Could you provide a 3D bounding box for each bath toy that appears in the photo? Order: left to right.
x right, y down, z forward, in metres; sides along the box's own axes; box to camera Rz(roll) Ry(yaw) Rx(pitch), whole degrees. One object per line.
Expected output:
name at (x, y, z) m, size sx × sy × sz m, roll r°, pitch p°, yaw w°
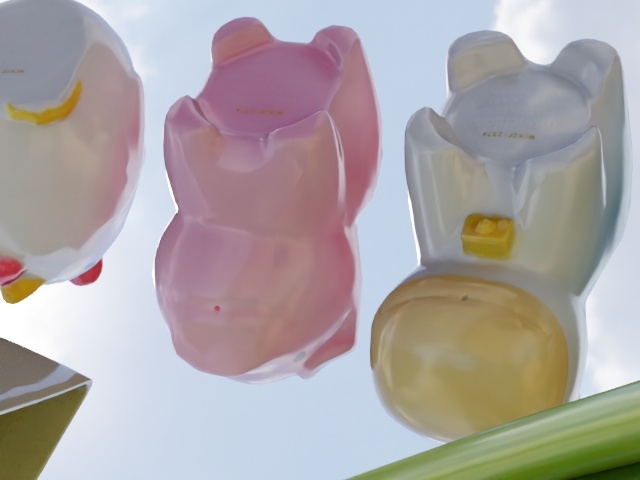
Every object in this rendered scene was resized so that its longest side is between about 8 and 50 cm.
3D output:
bath toy at (0.000, 0.000, 0.641) m, size 0.129 × 0.348 × 0.151 m, roll 78°, pitch -149°, yaw -45°

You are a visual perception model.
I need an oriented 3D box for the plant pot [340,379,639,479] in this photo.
plant pot at (0.034, 0.183, 0.339) m, size 0.207 × 0.227 × 0.228 m, roll 51°, pitch -128°, yaw -8°

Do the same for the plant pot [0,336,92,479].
plant pot at (-0.152, 0.068, 0.521) m, size 0.109 × 0.096 × 0.109 m, roll -59°, pitch -10°, yaw 8°
